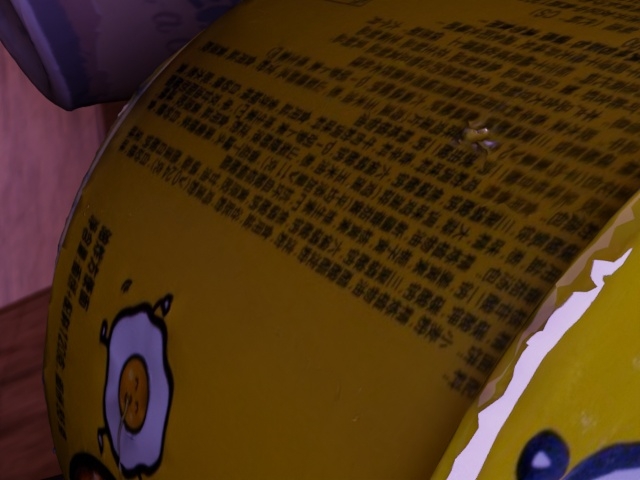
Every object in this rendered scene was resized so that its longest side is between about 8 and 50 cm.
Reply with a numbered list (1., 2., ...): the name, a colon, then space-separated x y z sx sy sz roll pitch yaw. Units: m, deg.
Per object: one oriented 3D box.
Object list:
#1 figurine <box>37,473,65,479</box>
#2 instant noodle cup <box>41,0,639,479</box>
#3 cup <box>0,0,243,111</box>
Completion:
1. figurine: -0.225 0.177 0.733 0.365 0.206 0.218 -9 76 -5
2. instant noodle cup: 0.078 0.057 0.565 0.325 0.325 0.254 -43 37 -11
3. cup: -0.055 -0.185 0.898 0.257 0.227 0.301 -30 8 -10
